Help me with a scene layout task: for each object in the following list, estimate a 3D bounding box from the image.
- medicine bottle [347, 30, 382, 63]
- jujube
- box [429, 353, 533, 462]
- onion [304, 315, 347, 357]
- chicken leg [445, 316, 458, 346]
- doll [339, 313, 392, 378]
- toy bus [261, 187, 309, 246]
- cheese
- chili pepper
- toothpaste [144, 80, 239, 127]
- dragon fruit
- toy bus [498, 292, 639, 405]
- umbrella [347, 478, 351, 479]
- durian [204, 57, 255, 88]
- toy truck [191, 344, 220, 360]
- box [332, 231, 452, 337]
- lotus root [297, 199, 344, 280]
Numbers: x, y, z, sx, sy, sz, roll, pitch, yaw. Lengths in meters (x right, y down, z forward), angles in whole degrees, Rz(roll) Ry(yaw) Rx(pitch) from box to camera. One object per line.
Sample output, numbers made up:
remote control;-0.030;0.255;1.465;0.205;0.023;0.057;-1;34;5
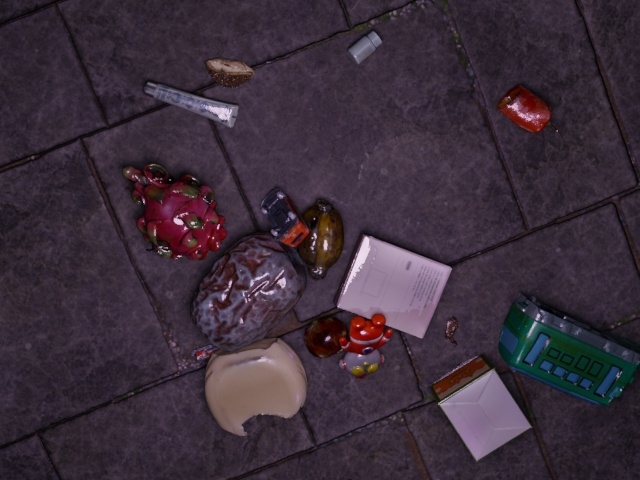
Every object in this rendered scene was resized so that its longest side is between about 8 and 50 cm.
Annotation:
medicine bottle;0.113;-0.492;1.851;0.083;0.047;0.047;-39;97;1
jujube;-0.185;0.130;1.827;0.317;0.226;0.226;-43;97;8
box;0.419;0.438;1.918;0.178;0.148;0.194;-34;97;4
onion;0.016;0.256;1.899;0.119;0.118;0.117;40;90;-6
chicken leg;0.352;0.247;1.958;0.036;0.021;0.083;-1;97;-12
doll;0.111;0.284;1.880;0.143;0.076;0.245;-5;131;-12
toy bus;-0.089;-0.058;1.833;0.079;0.174;0.077;-46;127;13
cheese;-0.169;0.373;1.887;0.266;0.127;0.233;-10;107;2
chili pepper;0.555;-0.321;1.878;0.192;0.084;0.086;36;126;-4
toothpaste;-0.328;-0.352;1.847;0.239;0.039;0.062;17;99;-7
dragon fruit;-0.360;-0.075;1.812;0.218;0.198;0.272;-32;73;29
toy bus;0.644;0.293;1.897;0.344;0.183;0.199;24;98;-5
umbrella;0.015;0.757;1.994;0.044;0.044;0.269;24;105;-31
durian;-0.234;-0.424;1.852;0.131;0.052;0.066;12;57;-7
toy truck;-0.300;0.296;1.926;0.083;0.024;0.032;-21;75;-3
box;0.185;0.114;1.892;0.252;0.106;0.203;20;94;-4
lotus root;0.000;0.000;1.867;0.120;0.120;0.209;5;93;-4
